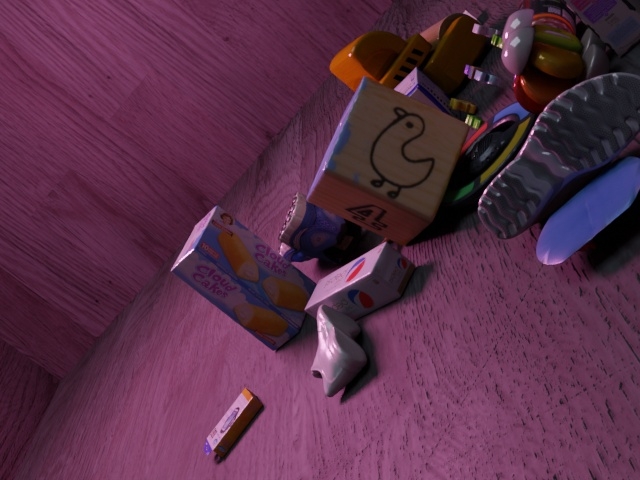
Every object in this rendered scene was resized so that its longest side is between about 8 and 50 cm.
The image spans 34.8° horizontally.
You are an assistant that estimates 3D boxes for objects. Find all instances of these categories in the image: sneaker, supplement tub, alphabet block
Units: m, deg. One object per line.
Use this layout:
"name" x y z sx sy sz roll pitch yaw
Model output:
"sneaker" 0.323 -0.117 1.333 0.115 0.105 0.281 -18 -21 -51
"supplement tub" 0.386 -0.354 1.757 0.106 0.106 0.198 -42 17 34
"sneaker" 0.000 0.000 2.059 0.330 0.147 0.129 87 -154 -84
"alphabet block" 0.110 -0.129 1.730 0.193 0.197 0.192 127 166 -75
"sneaker" 0.015 0.177 1.650 0.094 0.080 0.212 -60 13 15

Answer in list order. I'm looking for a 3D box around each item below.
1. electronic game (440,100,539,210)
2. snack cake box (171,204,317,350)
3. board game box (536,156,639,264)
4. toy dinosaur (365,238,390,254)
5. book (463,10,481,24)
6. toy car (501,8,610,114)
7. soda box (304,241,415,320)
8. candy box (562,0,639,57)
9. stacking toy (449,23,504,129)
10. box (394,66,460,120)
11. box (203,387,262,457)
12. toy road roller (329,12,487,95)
"electronic game" 0.275 -0.141 1.686 0.229 0.048 0.229 -47 15 17
"snack cake box" -0.147 0.073 2.008 0.089 0.264 0.152 -40 18 37
"board game box" 0.334 -0.026 1.231 0.169 0.033 0.133 -44 14 24
"toy dinosaur" 0.139 -0.030 1.860 0.092 0.053 0.183 -61 0 31
"book" 0.318 -0.475 2.435 0.144 0.035 0.096 -48 17 14
"toy car" 0.353 -0.268 1.590 0.182 0.159 0.136 -74 -1 -57
"soda box" 0.064 0.081 1.736 0.216 0.069 0.074 -34 23 52
"candy box" 0.418 -0.398 1.579 0.070 0.196 0.165 -42 16 30
"stacking toy" 0.302 -0.302 1.884 0.221 0.052 0.167 -102 26 -72
"box" 0.212 -0.262 2.029 0.072 0.126 0.137 -43 16 22
"box" -0.163 0.340 1.879 0.136 0.028 0.081 -54 14 -4
"toy road roller" 0.176 -0.384 2.210 0.329 0.240 0.202 -56 15 -18
